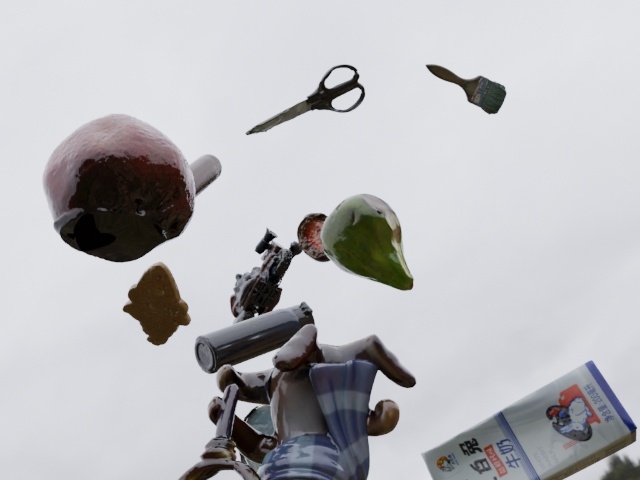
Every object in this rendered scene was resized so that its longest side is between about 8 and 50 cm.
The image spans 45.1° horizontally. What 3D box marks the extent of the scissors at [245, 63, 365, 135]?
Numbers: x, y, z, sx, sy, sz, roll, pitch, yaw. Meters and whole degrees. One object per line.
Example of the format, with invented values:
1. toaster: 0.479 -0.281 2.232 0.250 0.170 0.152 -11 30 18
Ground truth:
1. scissors: -0.035 -0.302 1.730 0.300 0.022 0.109 -27 -73 -15

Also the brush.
1. brush: 0.306 -0.332 1.637 0.196 0.021 0.070 22 -82 -15

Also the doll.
1. doll: -0.028 0.279 1.006 0.318 0.340 0.209 3 -28 0

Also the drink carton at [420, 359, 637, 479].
1. drink carton: 0.329 0.329 1.222 0.315 0.130 0.106 -31 -31 6

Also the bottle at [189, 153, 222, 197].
1. bottle: -0.225 -0.110 1.379 0.053 0.140 0.053 8 -62 15

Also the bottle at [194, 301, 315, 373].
1. bottle: -0.115 0.179 1.429 0.244 0.072 0.082 -17 -43 -39

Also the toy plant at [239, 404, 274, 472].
1. toy plant: -0.040 0.534 2.116 0.247 0.247 0.332 -39 -21 25

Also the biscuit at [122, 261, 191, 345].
1. biscuit: -0.366 0.143 1.736 0.162 0.035 0.250 16 -50 2

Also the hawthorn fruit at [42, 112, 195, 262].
1. hawthorn fruit: -0.300 -0.086 1.147 0.215 0.249 0.215 -14 -57 -23

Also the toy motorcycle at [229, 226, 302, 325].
1. toy motorcycle: -0.148 0.083 2.215 0.134 0.207 0.401 31 -86 -22

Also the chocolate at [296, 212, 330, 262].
1. chocolate: 0.000 0.000 2.131 0.127 0.133 0.124 22 -32 -36

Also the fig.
1. fig: 0.127 0.027 1.869 0.206 0.275 0.206 -27 -29 -16
